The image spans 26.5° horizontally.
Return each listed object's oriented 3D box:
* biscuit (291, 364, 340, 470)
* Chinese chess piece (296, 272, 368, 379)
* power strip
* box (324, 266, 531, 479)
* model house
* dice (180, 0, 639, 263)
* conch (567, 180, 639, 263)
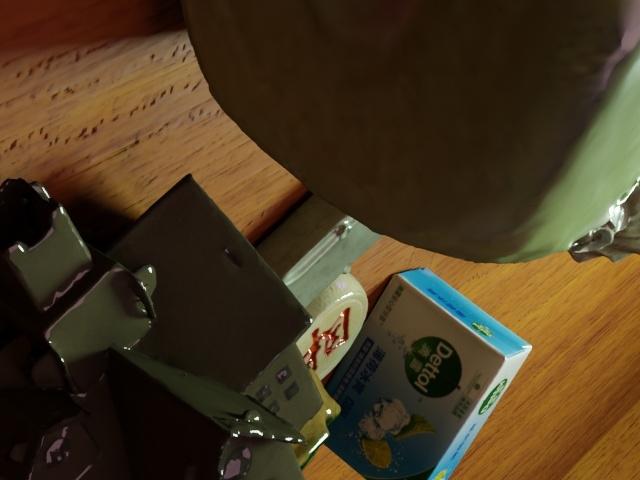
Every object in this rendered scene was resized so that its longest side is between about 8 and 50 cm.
[{"bbox_3d":[-0.124,0.216,0.982,0.344,0.057,0.287,-39,-179,2],"label":"biscuit"},{"bbox_3d":[-0.014,0.074,1.120,0.122,0.051,0.122,-43,157,-22],"label":"Chinese chess piece"},{"bbox_3d":[0.002,0.002,1.043,0.286,0.048,0.080,-45,155,-19],"label":"power strip"},{"bbox_3d":[0.092,0.144,1.329,0.073,0.139,0.194,-9,133,-60],"label":"box"},{"bbox_3d":[-0.110,0.072,0.758,0.211,0.204,0.243,-46,141,-21],"label":"model house"},{"bbox_3d":[0.094,-0.154,0.704,0.250,0.254,0.252,-24,147,-45],"label":"dice"},{"bbox_3d":[0.319,-0.059,1.445,0.291,0.159,0.210,-35,152,-41],"label":"conch"}]
